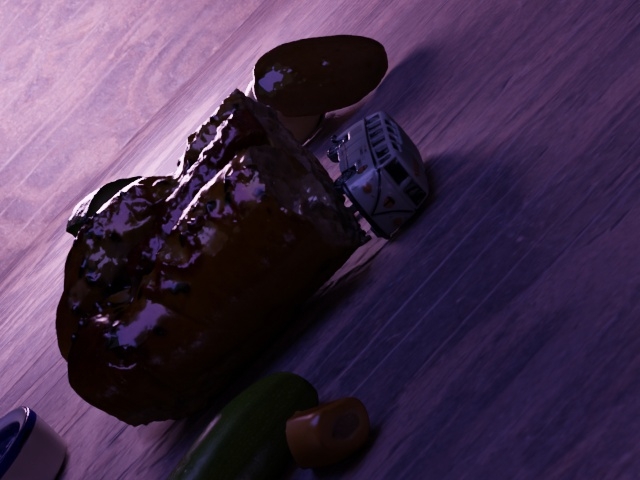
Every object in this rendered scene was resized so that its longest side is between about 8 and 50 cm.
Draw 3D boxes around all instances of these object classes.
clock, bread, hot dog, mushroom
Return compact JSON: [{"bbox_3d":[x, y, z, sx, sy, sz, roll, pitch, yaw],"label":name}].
[{"bbox_3d":[-0.429,0.324,1.783,0.230,0.083,0.230,-44,15,15],"label":"clock"},{"bbox_3d":[-0.005,0.165,1.155,0.062,0.049,0.103,-22,-4,-40],"label":"bread"},{"bbox_3d":[-0.157,0.029,1.576,0.365,0.196,0.367,-49,26,10],"label":"hot dog"},{"bbox_3d":[-0.057,-0.196,2.077,0.154,0.122,0.154,-14,67,37],"label":"mushroom"}]

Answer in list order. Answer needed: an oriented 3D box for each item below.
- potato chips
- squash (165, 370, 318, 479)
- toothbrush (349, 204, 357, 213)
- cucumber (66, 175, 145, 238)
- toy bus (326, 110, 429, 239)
[{"bbox_3d":[-0.002,-0.249,1.995,0.201,0.049,0.150,-13,49,0],"label":"potato chips"},{"bbox_3d":[-0.095,0.221,1.192,0.082,0.082,0.292,-23,27,53],"label":"squash"},{"bbox_3d":[0.000,0.000,1.625,0.167,0.011,0.014,-44,10,5],"label":"toothbrush"},{"bbox_3d":[-0.257,0.003,1.970,0.130,0.191,0.191,-24,27,51],"label":"cucumber"},{"bbox_3d":[0.067,-0.075,1.515,0.089,0.087,0.194,-38,18,12],"label":"toy bus"}]
